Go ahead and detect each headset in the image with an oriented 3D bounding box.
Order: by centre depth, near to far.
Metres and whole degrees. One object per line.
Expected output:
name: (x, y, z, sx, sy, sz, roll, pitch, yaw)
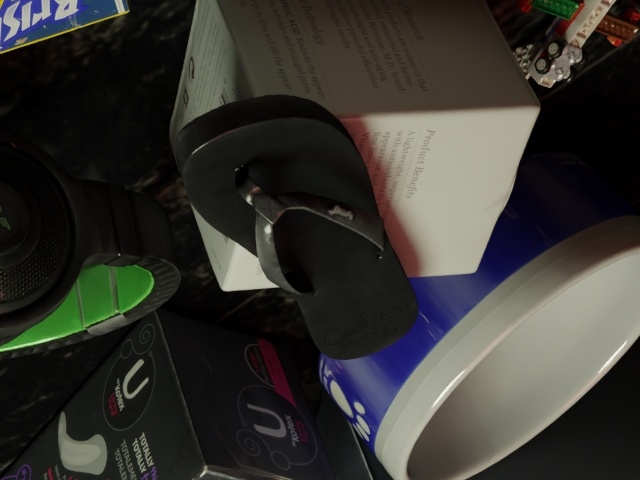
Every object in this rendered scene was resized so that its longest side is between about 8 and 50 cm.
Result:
headset: (-0.266, -0.005, 1.135, 0.243, 0.185, 0.394, -23, 162, 33)

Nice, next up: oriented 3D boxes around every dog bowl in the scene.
dog bowl: (0.131, 0.062, 1.353, 0.265, 0.104, 0.265, -33, 155, -17)

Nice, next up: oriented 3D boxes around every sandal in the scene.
sandal: (0.001, 0.000, 1.091, 0.097, 0.054, 0.254, -30, 139, 8)

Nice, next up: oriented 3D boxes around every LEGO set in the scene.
LEGO set: (0.209, -0.203, 1.225, 0.244, 0.060, 0.182, -25, 141, -15)

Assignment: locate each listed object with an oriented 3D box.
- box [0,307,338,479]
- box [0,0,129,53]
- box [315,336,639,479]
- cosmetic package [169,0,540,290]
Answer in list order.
box: (-0.132, 0.208, 1.411, 0.143, 0.165, 0.270, 19, 125, -38)
box: (-0.203, -0.145, 1.074, 0.169, 0.054, 0.059, -18, 141, -5)
box: (0.138, 0.249, 1.574, 0.296, 0.183, 0.294, -6, 136, -20)
cosmetic package: (0.016, -0.076, 1.178, 0.183, 0.151, 0.151, -3, 137, -21)
